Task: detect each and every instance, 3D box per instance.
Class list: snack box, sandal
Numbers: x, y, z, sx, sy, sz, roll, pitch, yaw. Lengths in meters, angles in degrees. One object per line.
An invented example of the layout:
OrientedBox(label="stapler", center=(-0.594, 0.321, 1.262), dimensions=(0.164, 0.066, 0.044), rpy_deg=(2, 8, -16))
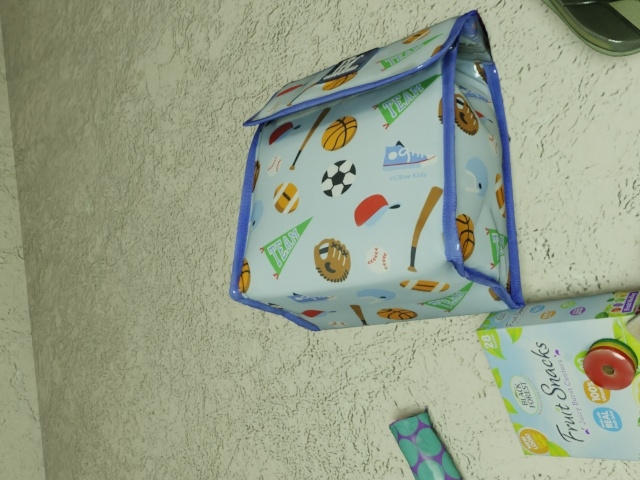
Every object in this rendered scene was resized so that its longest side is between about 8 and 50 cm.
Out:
OrientedBox(label="snack box", center=(0.304, 0.152, 0.619), dimensions=(0.207, 0.070, 0.174), rpy_deg=(-17, 100, 44))
OrientedBox(label="sandal", center=(0.289, -0.322, 0.649), dimensions=(0.120, 0.086, 0.303), rpy_deg=(-25, 66, 20))

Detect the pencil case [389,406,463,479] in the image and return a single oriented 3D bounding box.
OrientedBox(label="pencil case", center=(0.159, 0.321, 0.795), dimensions=(0.064, 0.070, 0.151), rpy_deg=(-28, 64, 3))

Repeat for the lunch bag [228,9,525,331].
OrientedBox(label="lunch bag", center=(0.068, -0.099, 0.743), dimensions=(0.328, 0.239, 0.385), rpy_deg=(-11, 62, 34))

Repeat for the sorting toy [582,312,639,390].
OrientedBox(label="sorting toy", center=(0.359, 0.084, 0.461), dimensions=(0.132, 0.046, 0.274), rpy_deg=(46, 131, 14))
